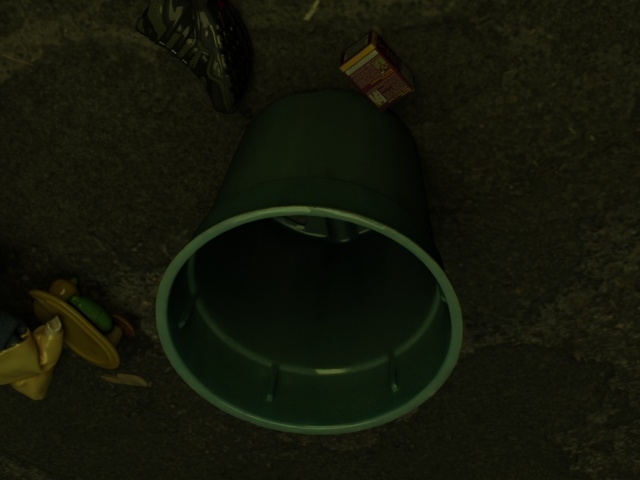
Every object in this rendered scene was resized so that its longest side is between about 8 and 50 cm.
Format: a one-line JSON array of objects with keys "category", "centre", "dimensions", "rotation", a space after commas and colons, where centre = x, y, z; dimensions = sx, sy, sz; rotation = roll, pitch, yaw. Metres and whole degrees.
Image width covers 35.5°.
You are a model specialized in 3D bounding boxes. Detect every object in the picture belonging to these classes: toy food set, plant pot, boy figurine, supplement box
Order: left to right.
[{"category": "boy figurine", "centre": [-0.463, 0.158, 1.499], "dimensions": [0.177, 0.092, 0.285], "rotation": [-21, 151, 1]}, {"category": "toy food set", "centre": [-0.351, 0.130, 1.544], "dimensions": [0.128, 0.071, 0.218], "rotation": [-10, 128, 49]}, {"category": "plant pot", "centre": [0.000, 0.000, 1.235], "dimensions": [0.341, 0.334, 0.341], "rotation": [3, 128, 4]}, {"category": "supplement box", "centre": [0.071, -0.211, 1.247], "dimensions": [0.055, 0.043, 0.083], "rotation": [-33, 117, 26]}]

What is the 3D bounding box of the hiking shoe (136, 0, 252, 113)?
[{"category": "hiking shoe", "centre": [-0.161, -0.258, 1.222], "dimensions": [0.114, 0.086, 0.226], "rotation": [-2, 123, 24]}]
